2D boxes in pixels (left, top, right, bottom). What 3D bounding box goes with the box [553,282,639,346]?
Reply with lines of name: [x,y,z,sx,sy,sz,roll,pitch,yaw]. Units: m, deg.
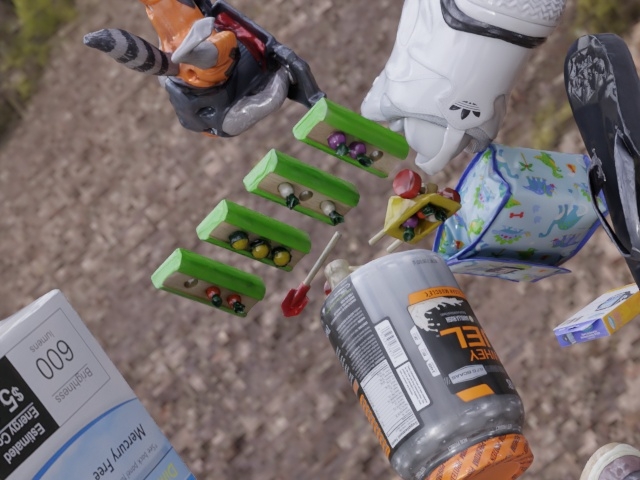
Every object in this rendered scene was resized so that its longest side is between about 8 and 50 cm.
box: [0.342,0.090,1.841,0.136,0.028,0.081,-32,6,-39]

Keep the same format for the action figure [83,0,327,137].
action figure: [-0.177,-0.235,1.821,0.341,0.330,0.178,36,81,27]

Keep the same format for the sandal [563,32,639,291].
sandal: [0.242,-0.046,1.228,0.054,0.255,0.097,-9,-25,-23]

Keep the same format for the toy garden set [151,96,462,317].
toy garden set: [0.000,0.000,1.414,0.244,0.203,0.049,-45,46,24]

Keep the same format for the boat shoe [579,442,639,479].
boat shoe: [0.393,0.304,1.597,0.103,0.285,0.092,-55,26,3]

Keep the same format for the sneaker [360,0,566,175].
sneaker: [0.118,-0.217,1.483,0.366,0.137,0.210,-100,31,-59]

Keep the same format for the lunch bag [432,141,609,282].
lunch bag: [0.195,-0.015,1.541,0.151,0.128,0.096,-58,35,41]

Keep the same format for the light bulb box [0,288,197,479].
light bulb box: [-0.243,0.295,1.085,0.225,0.361,0.358,-28,12,37]

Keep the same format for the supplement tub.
supplement tub: [0.087,0.112,1.227,0.117,0.117,0.190,-33,65,13]
